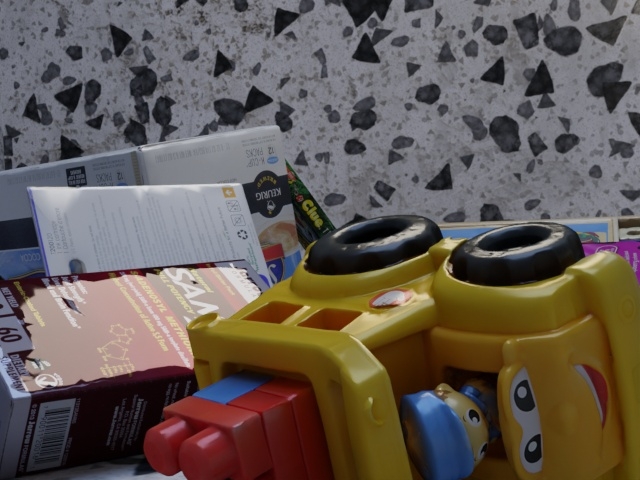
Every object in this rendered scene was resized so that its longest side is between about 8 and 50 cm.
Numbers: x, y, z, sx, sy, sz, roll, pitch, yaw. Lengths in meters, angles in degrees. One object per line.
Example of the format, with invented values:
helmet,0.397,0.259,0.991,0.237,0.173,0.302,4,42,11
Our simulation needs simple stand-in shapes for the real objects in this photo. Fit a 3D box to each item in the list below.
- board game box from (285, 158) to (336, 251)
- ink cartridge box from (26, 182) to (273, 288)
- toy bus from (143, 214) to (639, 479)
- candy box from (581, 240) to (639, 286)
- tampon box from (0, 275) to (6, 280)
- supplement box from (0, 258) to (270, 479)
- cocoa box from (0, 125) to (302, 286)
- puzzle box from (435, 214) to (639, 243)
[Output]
board game box,0.000,0.000,1.558,0.030,0.260,0.136,-39,11,-14
ink cartridge box,-0.141,0.044,1.045,0.208,0.206,0.045,-2,-30,-31
toy bus,0.029,0.084,0.605,0.220,0.149,0.211,3,19,45
candy box,0.205,0.062,1.112,0.233,0.071,0.159,-3,21,23
tampon box,-0.369,0.063,1.074,0.161,0.101,0.120,16,-15,8
supplement box,-0.132,0.084,0.852,0.239,0.073,0.130,-5,36,-36
cocoa box,-0.225,0.000,1.479,0.347,0.228,0.231,-5,7,42
puzzle box,0.220,0.045,1.340,0.408,0.052,0.272,-2,21,13
